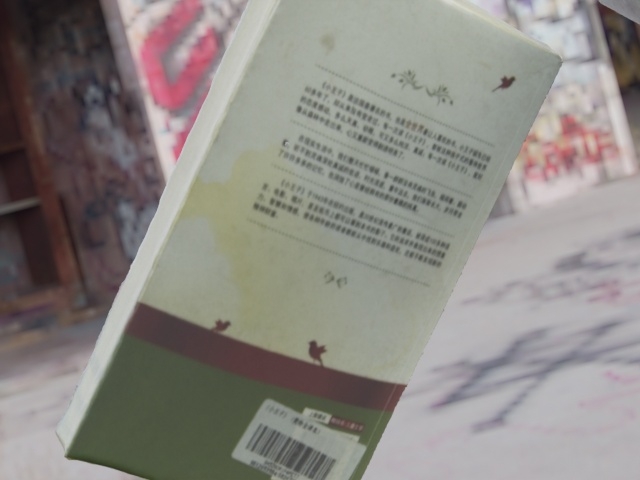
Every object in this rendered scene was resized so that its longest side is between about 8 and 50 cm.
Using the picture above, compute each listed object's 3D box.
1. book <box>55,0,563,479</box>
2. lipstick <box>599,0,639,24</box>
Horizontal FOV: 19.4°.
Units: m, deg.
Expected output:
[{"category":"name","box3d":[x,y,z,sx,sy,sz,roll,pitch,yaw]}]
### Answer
[{"category":"book","box3d":[0.000,0.000,0.960,0.201,0.289,0.026,22,6,-40]},{"category":"lipstick","box3d":[0.230,-0.124,0.953,0.079,0.077,0.253,-14,28,-16]}]
